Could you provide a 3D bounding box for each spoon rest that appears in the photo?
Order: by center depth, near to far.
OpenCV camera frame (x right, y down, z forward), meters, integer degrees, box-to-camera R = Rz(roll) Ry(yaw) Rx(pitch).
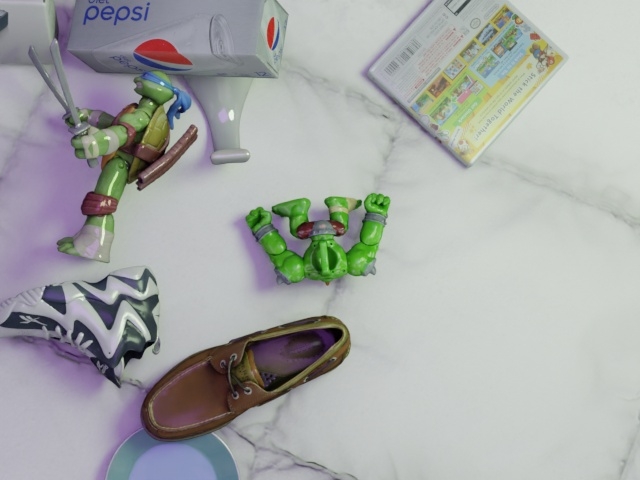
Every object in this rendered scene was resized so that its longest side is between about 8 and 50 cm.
[{"bbox_3d":[-0.142,-0.229,1.701,0.137,0.084,0.276,-4,71,-7],"label":"spoon rest"}]

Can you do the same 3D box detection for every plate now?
[{"bbox_3d":[-0.203,0.341,1.652,0.188,0.024,0.188,1,85,-5],"label":"plate"}]

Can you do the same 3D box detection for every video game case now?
[{"bbox_3d":[0.216,-0.256,1.758,0.206,0.026,0.227,43,81,0],"label":"video game case"}]

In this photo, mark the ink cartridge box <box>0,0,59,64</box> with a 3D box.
[{"bbox_3d":[-0.506,-0.336,1.572,0.296,0.261,0.066,1,61,-6],"label":"ink cartridge box"}]

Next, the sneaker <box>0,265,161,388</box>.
[{"bbox_3d":[-0.324,0.135,1.624,0.235,0.094,0.153,-13,77,-17],"label":"sneaker"}]

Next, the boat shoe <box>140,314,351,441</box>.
[{"bbox_3d":[-0.104,0.176,1.629,0.307,0.104,0.111,-26,82,-12],"label":"boat shoe"}]

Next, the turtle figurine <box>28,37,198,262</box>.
[{"bbox_3d":[-0.320,-0.118,1.601,0.274,0.198,0.266,13,92,-45],"label":"turtle figurine"}]

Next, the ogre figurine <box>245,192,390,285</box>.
[{"bbox_3d":[0.000,0.000,1.674,0.197,0.097,0.118,0,72,-17],"label":"ogre figurine"}]

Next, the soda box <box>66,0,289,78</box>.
[{"bbox_3d":[-0.194,-0.282,1.628,0.286,0.091,0.098,5,78,19],"label":"soda box"}]
